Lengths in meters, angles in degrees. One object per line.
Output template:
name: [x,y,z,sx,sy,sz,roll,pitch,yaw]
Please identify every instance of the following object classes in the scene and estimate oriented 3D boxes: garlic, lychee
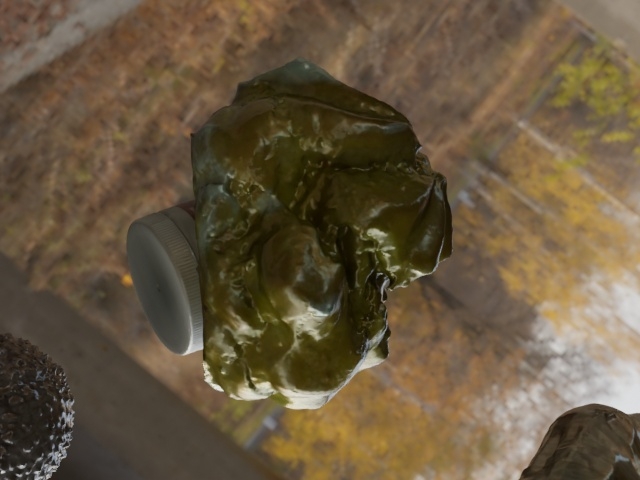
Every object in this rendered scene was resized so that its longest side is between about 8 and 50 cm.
garlic: [0.216,0.251,1.056,0.218,0.218,0.212,-48,-175,-37]
lychee: [-0.508,0.280,2.007,0.300,0.300,0.300,-51,175,-7]

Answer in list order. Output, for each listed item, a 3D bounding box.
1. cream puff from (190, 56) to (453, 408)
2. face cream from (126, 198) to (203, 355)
cream puff: [0.000,0.000,1.410,0.378,0.275,0.378,178,-90,-84]
face cream: [-0.144,0.037,1.811,0.187,0.201,0.201,-20,160,-26]
